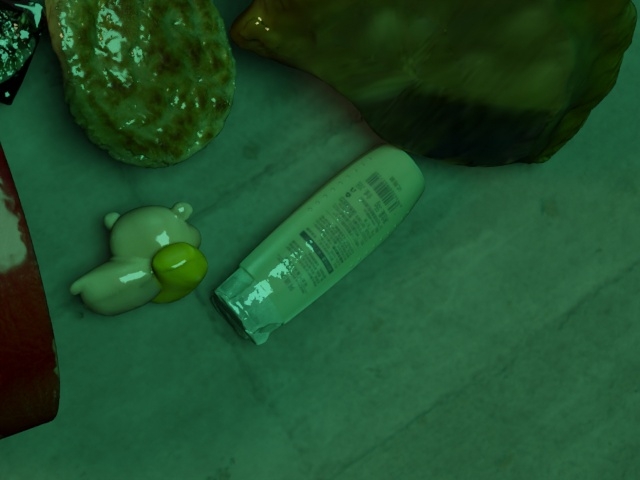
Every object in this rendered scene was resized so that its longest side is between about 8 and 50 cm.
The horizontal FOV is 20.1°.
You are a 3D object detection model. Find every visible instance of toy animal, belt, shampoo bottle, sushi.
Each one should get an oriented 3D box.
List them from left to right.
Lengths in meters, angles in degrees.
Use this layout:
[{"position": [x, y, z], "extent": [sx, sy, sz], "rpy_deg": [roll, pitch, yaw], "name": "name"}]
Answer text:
[{"position": [-0.297, -0.003, 1.331], "extent": [0.115, 0.227, 0.324], "rpy_deg": [-17, 90, -25], "name": "belt"}, {"position": [-0.272, -0.161, 1.442], "extent": [0.085, 0.056, 0.083], "rpy_deg": [21, 87, -20], "name": "sushi"}, {"position": [-0.146, 0.013, 1.473], "extent": [0.114, 0.091, 0.082], "rpy_deg": [-23, 76, 9], "name": "toy animal"}, {"position": [0.000, 0.000, 1.536], "extent": [0.212, 0.049, 0.072], "rpy_deg": [-39, 107, -19], "name": "shampoo bottle"}]

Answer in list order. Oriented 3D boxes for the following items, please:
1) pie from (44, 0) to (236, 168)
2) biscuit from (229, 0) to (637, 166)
[{"position": [-0.152, -0.152, 1.456], "extent": [0.163, 0.079, 0.193], "rpy_deg": [-37, 110, -43], "name": "pie"}, {"position": [0.094, -0.162, 1.494], "extent": [0.335, 0.329, 0.078], "rpy_deg": [-3, 54, 4], "name": "biscuit"}]
